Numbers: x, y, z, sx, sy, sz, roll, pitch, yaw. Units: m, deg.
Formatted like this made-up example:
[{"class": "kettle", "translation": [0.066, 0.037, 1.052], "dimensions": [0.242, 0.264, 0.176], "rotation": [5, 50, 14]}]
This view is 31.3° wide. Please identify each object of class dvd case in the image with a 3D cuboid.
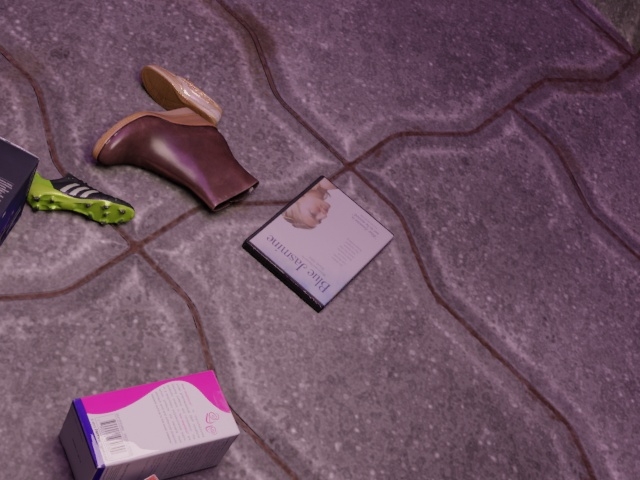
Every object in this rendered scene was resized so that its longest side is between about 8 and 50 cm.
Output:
[{"class": "dvd case", "translation": [0.000, 0.000, 2.046], "dimensions": [0.180, 0.022, 0.253], "rotation": [41, 47, 7]}]

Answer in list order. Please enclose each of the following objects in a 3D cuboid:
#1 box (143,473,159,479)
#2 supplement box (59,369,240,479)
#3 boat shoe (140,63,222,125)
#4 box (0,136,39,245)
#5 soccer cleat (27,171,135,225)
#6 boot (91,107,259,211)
[{"class": "box", "translation": [-0.339, 0.416, 1.510], "dimensions": [0.324, 0.067, 0.063], "rotation": [-24, 68, -39]}, {"class": "supplement box", "translation": [-0.245, 0.277, 1.637], "dimensions": [0.220, 0.114, 0.111], "rotation": [-9, 58, -31]}, {"class": "boat shoe", "translation": [-0.254, -0.268, 2.107], "dimensions": [0.170, 0.063, 0.059], "rotation": [40, 42, -4]}, {"class": "box", "translation": [-0.526, -0.040, 1.716], "dimensions": [0.108, 0.153, 0.207], "rotation": [27, 47, -6]}, {"class": "soccer cleat", "translation": [-0.392, -0.073, 1.878], "dimensions": [0.179, 0.060, 0.072], "rotation": [11, 49, -16]}, {"class": "boot", "translation": [-0.246, -0.132, 1.976], "dimensions": [0.248, 0.090, 0.207], "rotation": [-26, 67, -43]}]
